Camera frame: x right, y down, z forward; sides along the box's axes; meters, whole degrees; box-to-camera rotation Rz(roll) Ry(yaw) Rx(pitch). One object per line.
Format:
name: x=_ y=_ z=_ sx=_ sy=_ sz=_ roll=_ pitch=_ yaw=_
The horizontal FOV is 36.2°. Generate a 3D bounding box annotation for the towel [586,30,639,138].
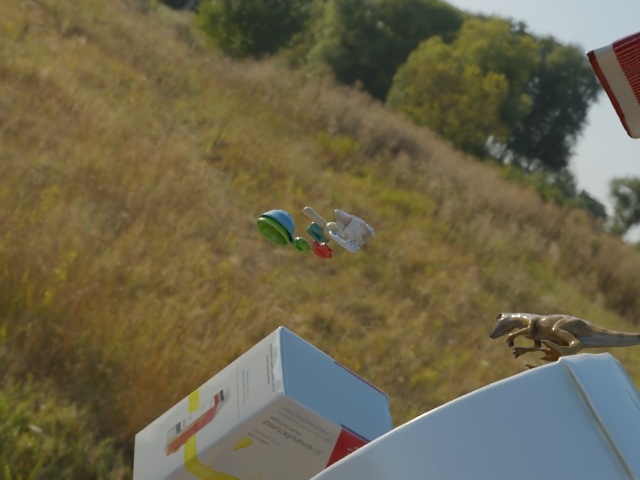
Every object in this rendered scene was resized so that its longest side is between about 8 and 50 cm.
towel: x=0.565 y=-0.255 z=1.373 sx=0.237 sy=0.329 sz=0.037 roll=39 pitch=39 yaw=-51

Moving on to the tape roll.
tape roll: x=0.096 y=0.187 z=0.639 sx=0.286 sy=0.286 sz=0.100 roll=17 pitch=41 yaw=-56

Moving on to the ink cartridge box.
ink cartridge box: x=-0.101 y=0.364 z=1.715 sx=0.279 sy=0.385 sz=0.160 roll=35 pitch=29 yaw=-32

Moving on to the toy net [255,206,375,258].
toy net: x=0.000 y=0.000 z=1.557 sx=0.232 sy=0.045 sz=0.122 roll=7 pitch=-40 yaw=49

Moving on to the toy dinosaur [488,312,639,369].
toy dinosaur: x=0.270 y=0.102 z=1.043 sx=0.212 sy=0.064 sz=0.112 roll=7 pitch=35 yaw=33
